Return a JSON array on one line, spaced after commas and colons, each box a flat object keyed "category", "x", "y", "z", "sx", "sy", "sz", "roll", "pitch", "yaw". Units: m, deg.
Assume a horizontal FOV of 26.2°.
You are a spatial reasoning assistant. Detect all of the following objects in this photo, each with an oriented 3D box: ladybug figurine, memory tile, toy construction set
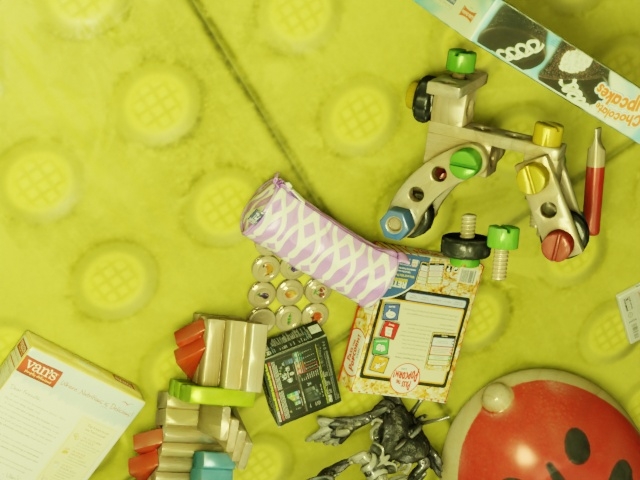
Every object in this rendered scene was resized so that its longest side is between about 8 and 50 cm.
[{"category": "ladybug figurine", "x": 0.341, "y": 0.368, "z": 1.951, "sx": 0.305, "sy": 0.162, "sz": 0.449, "roll": -38, "pitch": 122, "yaw": 0}, {"category": "memory tile", "x": -0.036, "y": 0.049, "z": 1.732, "sx": 0.113, "sy": 0.012, "sz": 0.148, "roll": -2, "pitch": 116, "yaw": -20}, {"category": "toy construction set", "x": 0.233, "y": -0.109, "z": 1.660, "sx": 0.309, "sy": 0.257, "sz": 0.237, "roll": -8, "pitch": 107, "yaw": -41}]

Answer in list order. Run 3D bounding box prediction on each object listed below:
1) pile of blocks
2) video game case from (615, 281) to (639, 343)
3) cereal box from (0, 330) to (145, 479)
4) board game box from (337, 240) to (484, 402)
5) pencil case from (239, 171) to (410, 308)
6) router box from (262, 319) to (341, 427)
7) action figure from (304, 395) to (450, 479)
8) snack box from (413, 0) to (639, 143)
[{"category": "pile of blocks", "x": -0.167, "y": 0.248, "z": 1.699, "sx": 0.112, "sy": 0.149, "sz": 0.362, "roll": 6, "pitch": 113, "yaw": -24}, {"category": "video game case", "x": 0.482, "y": 0.086, "z": 1.955, "sx": 0.122, "sy": 0.011, "sz": 0.087, "roll": -26, "pitch": 121, "yaw": -7}, {"category": "cereal box", "x": -0.352, "y": 0.245, "z": 1.684, "sx": 0.173, "sy": 0.047, "sz": 0.240, "roll": 33, "pitch": 100, "yaw": -31}, {"category": "board game box", "x": 0.117, "y": 0.108, "z": 1.785, "sx": 0.147, "sy": 0.045, "sz": 0.193, "roll": 10, "pitch": 101, "yaw": -25}, {"category": "pencil case", "x": 0.000, "y": 0.000, "z": 1.662, "sx": 0.206, "sy": 0.086, "sz": 0.088, "roll": 32, "pitch": 105, "yaw": -21}, {"category": "router box", "x": -0.030, "y": 0.172, "z": 1.773, "sx": 0.092, "sy": 0.038, "sz": 0.122, "roll": -21, "pitch": 127, "yaw": -12}, {"category": "action figure", "x": 0.055, "y": 0.294, "z": 1.817, "sx": 0.275, "sy": 0.141, "sz": 0.164, "roll": -36, "pitch": 99, "yaw": -46}, {"category": "snack box", "x": 0.267, "y": -0.214, "z": 1.618, "sx": 0.322, "sy": 0.187, "sz": 0.060, "roll": 26, "pitch": 104, "yaw": -29}]
